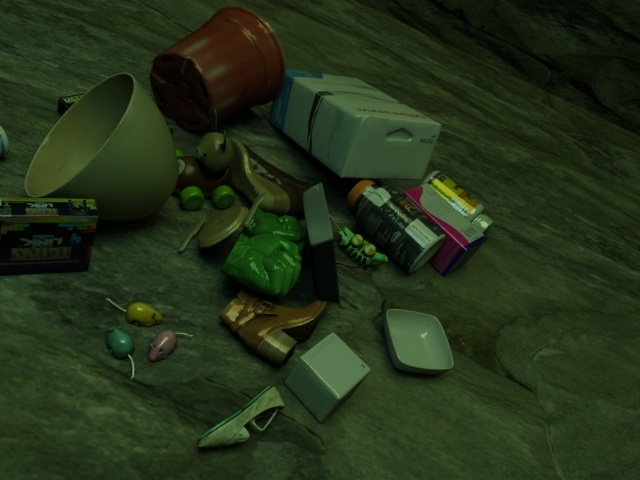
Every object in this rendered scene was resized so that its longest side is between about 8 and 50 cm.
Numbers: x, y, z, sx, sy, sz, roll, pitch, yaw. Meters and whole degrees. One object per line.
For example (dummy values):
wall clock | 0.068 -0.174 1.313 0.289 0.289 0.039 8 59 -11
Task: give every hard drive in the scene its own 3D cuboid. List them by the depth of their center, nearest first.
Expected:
hard drive | 0.000 0.000 1.156 0.054 0.172 0.255 -7 31 -1

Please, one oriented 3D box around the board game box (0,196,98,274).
board game box | -0.471 -0.006 0.913 0.170 0.141 0.048 -2 47 -32

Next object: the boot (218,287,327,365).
boot | -0.085 0.137 1.052 0.152 0.073 0.197 32 33 14

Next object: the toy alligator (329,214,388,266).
toy alligator | 0.073 0.009 1.299 0.189 0.056 0.051 36 80 9

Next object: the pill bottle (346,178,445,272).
pill bottle | 0.176 -0.046 1.354 0.245 0.130 0.130 44 41 18

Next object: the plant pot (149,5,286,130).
plant pot | -0.274 -0.428 1.411 0.272 0.272 0.265 36 47 8

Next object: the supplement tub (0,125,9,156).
supplement tub | -0.663 -0.183 1.045 0.071 0.071 0.107 42 41 15

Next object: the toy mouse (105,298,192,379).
toy mouse | -0.299 0.164 0.920 0.160 0.031 0.143 18 40 -14

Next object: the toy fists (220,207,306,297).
toy fists | -0.099 0.017 1.115 0.142 0.096 0.279 30 21 -9

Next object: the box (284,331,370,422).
box | 0.012 0.243 0.978 0.102 0.087 0.101 44 41 17

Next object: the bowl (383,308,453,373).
bowl | 0.196 0.218 1.143 0.141 0.053 0.142 11 42 -21

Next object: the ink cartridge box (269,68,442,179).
ink cartridge box | 0.082 -0.318 1.483 0.285 0.166 0.395 -4 32 -34

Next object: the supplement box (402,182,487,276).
supplement box | 0.299 -0.032 1.427 0.111 0.114 0.220 -22 62 -43

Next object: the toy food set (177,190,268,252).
toy food set | -0.190 -0.025 1.105 0.039 0.192 0.132 56 34 -26

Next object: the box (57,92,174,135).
box | -0.476 -0.282 1.285 0.184 0.045 0.190 41 41 17

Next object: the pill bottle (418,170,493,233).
pill bottle | 0.369 -0.089 1.526 0.215 0.117 0.117 42 41 15

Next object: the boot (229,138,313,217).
boot | -0.114 -0.145 1.347 0.206 0.090 0.248 4 43 -45

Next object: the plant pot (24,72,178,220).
plant pot | -0.387 -0.147 1.053 0.191 0.284 0.284 44 24 -41

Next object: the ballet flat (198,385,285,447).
ballet flat | -0.118 0.291 0.877 0.168 0.057 0.052 -27 74 -45

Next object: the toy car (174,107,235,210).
toy car | -0.250 -0.187 1.202 0.148 0.188 0.155 -6 50 -35
